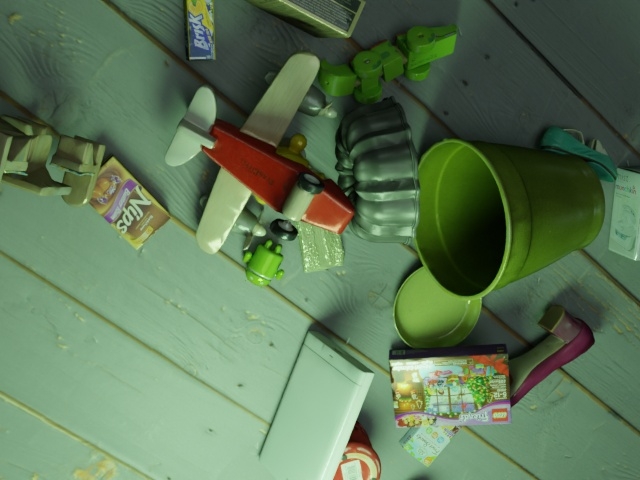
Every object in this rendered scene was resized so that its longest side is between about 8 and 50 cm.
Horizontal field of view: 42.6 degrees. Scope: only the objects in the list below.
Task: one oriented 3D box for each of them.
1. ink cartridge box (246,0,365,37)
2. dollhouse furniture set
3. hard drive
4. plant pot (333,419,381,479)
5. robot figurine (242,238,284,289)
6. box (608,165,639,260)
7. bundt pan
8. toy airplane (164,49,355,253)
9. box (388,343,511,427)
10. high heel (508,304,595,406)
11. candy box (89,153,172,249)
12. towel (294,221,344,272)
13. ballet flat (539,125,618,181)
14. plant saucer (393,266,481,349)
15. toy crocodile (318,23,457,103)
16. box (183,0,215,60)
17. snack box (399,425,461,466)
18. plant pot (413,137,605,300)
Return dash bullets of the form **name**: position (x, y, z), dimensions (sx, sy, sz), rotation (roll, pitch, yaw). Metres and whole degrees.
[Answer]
- **ink cartridge box**: position (-0.039, -0.497, 1.694), dimensions (0.193, 0.235, 0.088), rotation (24, 96, -22)
- **dollhouse furniture set**: position (-0.680, -0.121, 1.543), dimensions (0.394, 0.362, 0.256), rotation (19, 98, 8)
- **hard drive**: position (-0.016, 0.421, 1.939), dimensions (0.047, 0.233, 0.353), rotation (14, 100, -39)
- **plant pot**: position (0.044, 0.543, 2.022), dimensions (0.191, 0.174, 0.191), rotation (-4, 105, -14)
- **robot figurine**: position (-0.130, 0.055, 1.897), dimensions (0.101, 0.067, 0.115), rotation (29, 95, -4)
- **box**: position (0.911, -0.078, 2.149), dimensions (0.262, 0.127, 0.231), rotation (-4, 104, -16)
- **bundt pan**: position (0.110, -0.144, 1.785), dimensions (0.124, 0.331, 0.330), rotation (-7, 106, -9)
- **toy airplane**: position (-0.131, -0.177, 1.763), dimensions (0.386, 0.272, 0.384), rotation (-11, 98, 24)
- **box**: position (0.325, 0.366, 2.057), dimensions (0.293, 0.057, 0.200), rotation (-5, 111, 9)
- **high heel**: position (0.575, 0.358, 2.166), dimensions (0.181, 0.127, 0.377), rotation (38, 95, -29)
- **candy box**: position (-0.426, -0.084, 1.781), dimensions (0.109, 0.053, 0.186), rotation (-44, 113, -3)
- **towel**: position (0.000, 0.000, 1.945), dimensions (0.110, 0.027, 0.148), rotation (-15, 108, -14)
- **ballet flat**: position (0.661, -0.226, 2.063), dimensions (0.247, 0.083, 0.087), rotation (20, 83, -22)
- **plant saucer**: position (0.290, 0.164, 2.070), dimensions (0.241, 0.037, 0.240), rotation (-4, 105, -17)
- **toy crocodile**: position (0.158, -0.410, 1.853), dimensions (0.341, 0.105, 0.115), rotation (-26, 151, -10)
- **box**: position (-0.257, -0.466, 1.732), dimensions (0.059, 0.054, 0.168), rotation (-5, 105, -16)
- **snack box**: position (0.290, 0.511, 2.159), dimensions (0.100, 0.037, 0.141), rotation (41, 90, -21)
- **plant pot**: position (0.456, -0.071, 1.918), dimensions (0.353, 0.366, 0.366), rotation (-9, 107, -26)
